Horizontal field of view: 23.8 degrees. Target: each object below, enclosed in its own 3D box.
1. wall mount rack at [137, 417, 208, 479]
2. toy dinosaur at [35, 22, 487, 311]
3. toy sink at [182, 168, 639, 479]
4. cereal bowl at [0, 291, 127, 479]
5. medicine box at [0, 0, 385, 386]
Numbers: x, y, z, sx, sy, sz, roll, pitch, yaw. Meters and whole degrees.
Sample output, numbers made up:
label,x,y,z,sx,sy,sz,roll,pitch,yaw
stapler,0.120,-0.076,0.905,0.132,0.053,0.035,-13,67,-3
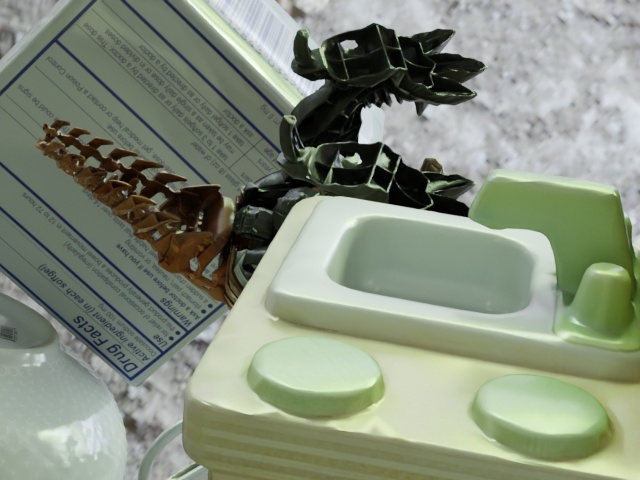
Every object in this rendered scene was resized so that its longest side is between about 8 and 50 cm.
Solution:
label,x,y,z,sx,sy,sz,roll,pitch,yaw
wall mount rack,-0.144,0.360,1.594,0.304,0.350,0.130,-30,48,-26
toy dinosaur,0.000,0.000,0.902,0.322,0.218,0.164,1,53,-30
toy sink,0.038,0.068,0.434,0.131,0.234,0.153,9,24,7
cereal bowl,-0.301,0.114,1.175,0.339,0.339,0.141,18,100,-12
medicine box,-0.141,-0.075,1.236,0.263,0.289,0.149,44,25,-15
